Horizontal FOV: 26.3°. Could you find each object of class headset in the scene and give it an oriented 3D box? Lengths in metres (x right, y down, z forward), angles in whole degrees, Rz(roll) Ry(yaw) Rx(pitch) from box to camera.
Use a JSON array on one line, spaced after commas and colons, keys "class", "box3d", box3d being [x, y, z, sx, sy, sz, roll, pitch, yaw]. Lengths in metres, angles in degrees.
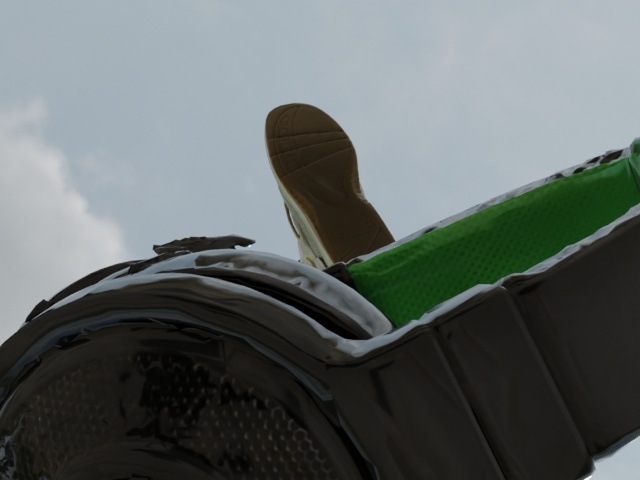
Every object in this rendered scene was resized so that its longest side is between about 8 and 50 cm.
[{"class": "headset", "box3d": [-0.054, 0.045, 0.416, 0.394, 0.243, 0.185, -27, -86, -8]}]

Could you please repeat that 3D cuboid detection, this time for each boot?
[{"class": "boot", "box3d": [0.000, 0.000, 1.208, 0.077, 0.165, 0.213, -16, -122, -18]}]
